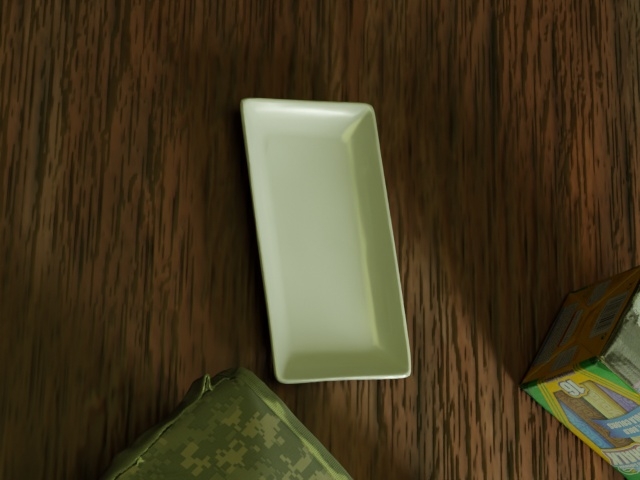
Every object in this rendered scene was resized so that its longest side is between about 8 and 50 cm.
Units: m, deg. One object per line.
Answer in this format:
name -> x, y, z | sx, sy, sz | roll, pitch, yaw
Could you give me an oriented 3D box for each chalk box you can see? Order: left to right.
chalk box -> 0.331, 0.147, 1.525 | 0.213, 0.132, 0.132 | 42, 58, -12

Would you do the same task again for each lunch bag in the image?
lunch bag -> -0.073, 0.273, 1.237 | 0.235, 0.169, 0.287 | -42, 101, -32

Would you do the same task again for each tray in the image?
tray -> 0.000, 0.000, 1.446 | 0.145, 0.030, 0.270 | 0, 74, -30
